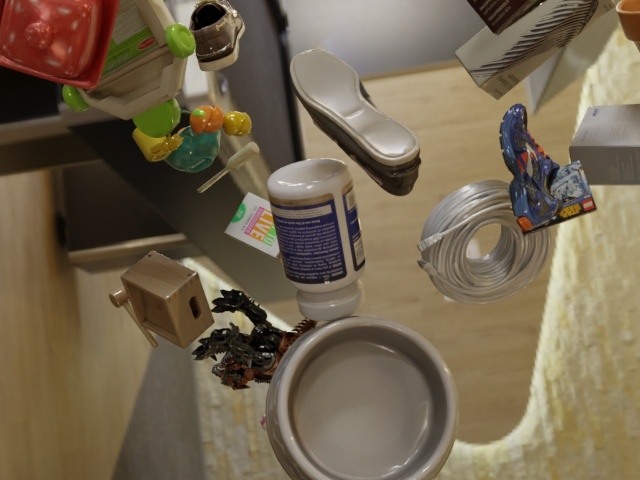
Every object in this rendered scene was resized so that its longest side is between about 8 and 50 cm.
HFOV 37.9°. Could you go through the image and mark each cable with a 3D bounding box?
[{"bbox_3d":[0.323,0.007,1.836,0.257,0.257,0.089,48,5,-32],"label":"cable"}]

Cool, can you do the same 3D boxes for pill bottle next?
[{"bbox_3d":[0.000,0.000,1.664,0.153,0.153,0.265,-90,170,-66],"label":"pill bottle"}]

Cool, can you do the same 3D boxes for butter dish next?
[{"bbox_3d":[-0.366,-0.283,1.247,0.118,0.160,0.160,-99,-153,-67],"label":"butter dish"}]

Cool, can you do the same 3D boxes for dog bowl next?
[{"bbox_3d":[0.078,0.290,1.617,0.102,0.348,0.349,102,-18,-76],"label":"dog bowl"}]

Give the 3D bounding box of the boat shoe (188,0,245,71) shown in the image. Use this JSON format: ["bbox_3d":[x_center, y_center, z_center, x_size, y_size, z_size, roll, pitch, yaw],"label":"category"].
[{"bbox_3d":[-0.239,-0.484,2.087,0.324,0.116,0.097,-94,168,-57],"label":"boat shoe"}]

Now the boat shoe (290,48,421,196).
[{"bbox_3d":[0.048,-0.193,1.524,0.335,0.112,0.096,51,-22,38],"label":"boat shoe"}]

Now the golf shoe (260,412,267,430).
[{"bbox_3d":[0.013,0.285,1.835,0.306,0.140,0.115,-54,175,21],"label":"golf shoe"}]

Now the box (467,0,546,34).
[{"bbox_3d":[0.292,-0.460,1.408,0.203,0.168,0.167,51,-30,3],"label":"box"}]

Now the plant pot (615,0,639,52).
[{"bbox_3d":[0.723,-0.385,1.746,0.291,0.290,0.204,-87,157,-70],"label":"plant pot"}]

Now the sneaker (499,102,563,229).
[{"bbox_3d":[0.364,-0.130,1.594,0.083,0.087,0.221,19,60,-65],"label":"sneaker"}]

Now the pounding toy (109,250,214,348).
[{"bbox_3d":[-0.298,0.113,1.735,0.094,0.206,0.181,-42,137,-31],"label":"pounding toy"}]

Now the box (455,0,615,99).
[{"bbox_3d":[0.392,-0.387,1.711,0.113,0.275,0.094,10,45,-58],"label":"box"}]

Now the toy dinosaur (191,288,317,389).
[{"bbox_3d":[-0.123,0.206,1.883,0.218,0.322,0.164,38,26,-23],"label":"toy dinosaur"}]

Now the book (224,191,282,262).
[{"bbox_3d":[-0.109,-0.027,1.840,0.096,0.144,0.035,-61,146,-6],"label":"book"}]

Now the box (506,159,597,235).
[{"bbox_3d":[0.410,-0.074,1.657,0.027,0.137,0.094,15,57,-71],"label":"box"}]

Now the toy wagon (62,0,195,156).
[{"bbox_3d":[-0.329,-0.303,1.552,0.344,0.267,0.068,60,32,-17],"label":"toy wagon"}]

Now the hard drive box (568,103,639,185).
[{"bbox_3d":[0.618,-0.188,1.801,0.181,0.232,0.089,-52,135,-45],"label":"hard drive box"}]

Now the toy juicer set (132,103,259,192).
[{"bbox_3d":[-0.235,-0.210,1.935,0.090,0.209,0.329,65,9,17],"label":"toy juicer set"}]
